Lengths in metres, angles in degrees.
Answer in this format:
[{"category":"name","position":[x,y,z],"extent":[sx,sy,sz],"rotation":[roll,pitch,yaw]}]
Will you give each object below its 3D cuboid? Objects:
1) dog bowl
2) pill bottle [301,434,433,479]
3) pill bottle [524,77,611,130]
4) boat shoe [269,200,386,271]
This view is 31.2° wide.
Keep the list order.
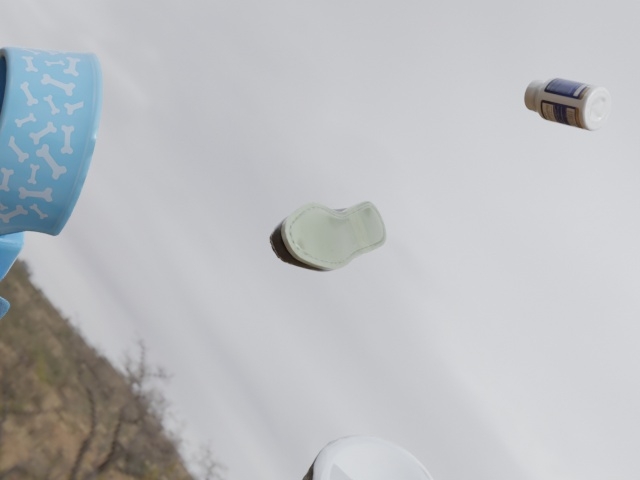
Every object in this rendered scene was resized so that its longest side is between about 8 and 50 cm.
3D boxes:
[{"category":"dog bowl","position":[-0.277,-0.048,0.981],"extent":[0.297,0.074,0.166],"rotation":[-46,-140,42]},{"category":"pill bottle","position":[0.012,0.308,1.102],"extent":[0.130,0.130,0.245],"rotation":[46,-47,24]},{"category":"pill bottle","position":[0.362,-0.204,1.692],"extent":[0.120,0.067,0.067],"rotation":[23,-32,47]},{"category":"boat shoe","position":[0.000,0.000,1.350],"extent":[0.228,0.069,0.081],"rotation":[-9,81,-61]}]
